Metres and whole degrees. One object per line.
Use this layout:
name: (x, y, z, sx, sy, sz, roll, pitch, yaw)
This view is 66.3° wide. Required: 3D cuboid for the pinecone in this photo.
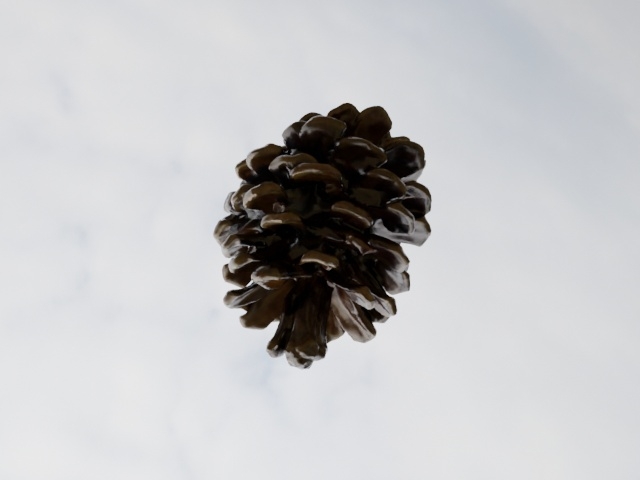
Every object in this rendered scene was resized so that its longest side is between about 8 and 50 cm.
pinecone: (-0.002, 0.000, 0.410, 0.169, 0.185, 0.212, 15, -117, 22)
